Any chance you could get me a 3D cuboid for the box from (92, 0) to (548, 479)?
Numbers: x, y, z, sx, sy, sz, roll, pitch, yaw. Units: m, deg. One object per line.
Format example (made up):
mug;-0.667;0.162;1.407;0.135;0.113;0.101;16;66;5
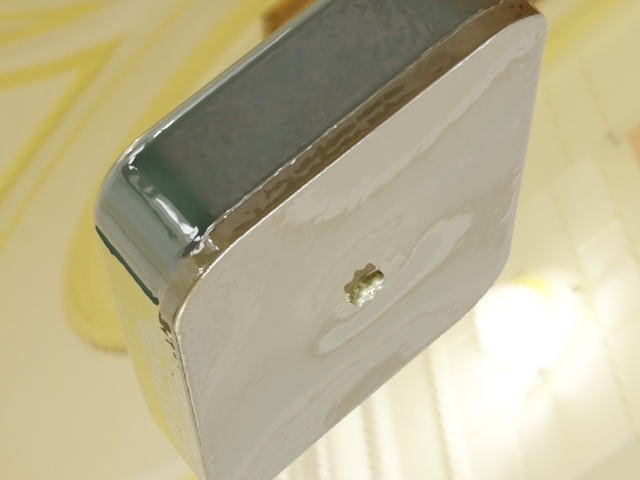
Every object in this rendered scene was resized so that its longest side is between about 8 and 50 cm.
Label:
box;0.000;0.000;0.374;0.031;0.091;0.126;45;164;20
